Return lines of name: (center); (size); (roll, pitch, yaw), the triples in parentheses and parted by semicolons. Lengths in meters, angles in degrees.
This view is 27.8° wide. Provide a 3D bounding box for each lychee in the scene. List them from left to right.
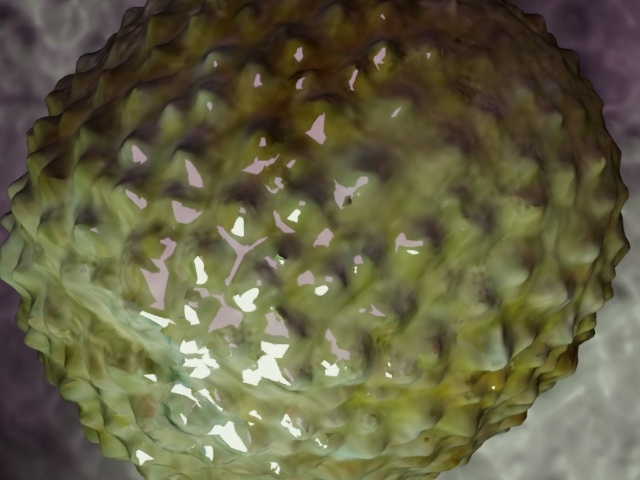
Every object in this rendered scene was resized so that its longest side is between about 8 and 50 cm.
lychee: (0.000, 0.000, 0.548); (0.255, 0.274, 0.255); (6, 112, 14)
